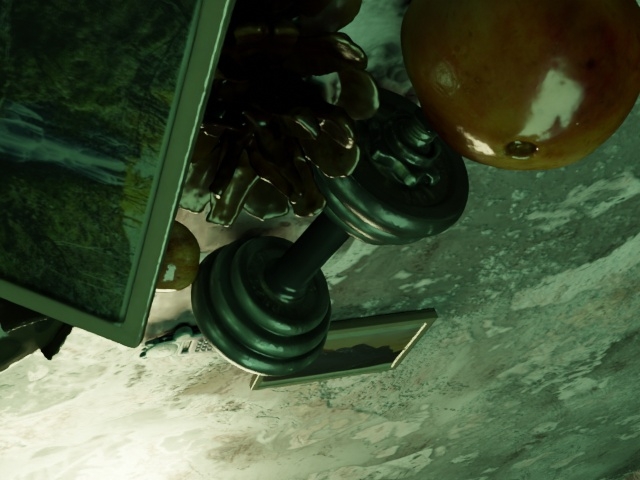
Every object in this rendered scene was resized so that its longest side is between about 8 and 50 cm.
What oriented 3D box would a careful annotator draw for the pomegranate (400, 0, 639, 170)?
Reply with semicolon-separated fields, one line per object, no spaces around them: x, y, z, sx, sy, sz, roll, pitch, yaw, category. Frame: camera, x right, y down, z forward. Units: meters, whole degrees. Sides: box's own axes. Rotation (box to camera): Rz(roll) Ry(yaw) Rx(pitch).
0.174;-0.161;0.817;0.209;0.209;0.209;-14;151;-8;pomegranate

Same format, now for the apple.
-0.171;0.017;1.045;0.084;0.084;0.071;-31;177;21;apple

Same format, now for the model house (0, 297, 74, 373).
-0.273;0.003;0.870;0.243;0.204;0.211;-34;150;-7;model house

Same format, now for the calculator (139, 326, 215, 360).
-0.179;0.142;1.315;0.141;0.019;0.094;-6;151;-22;calculator

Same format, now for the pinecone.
-0.050;-0.117;0.749;0.202;0.201;0.229;15;114;-17;pinecone

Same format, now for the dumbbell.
0.000;0.000;1.011;0.179;0.179;0.406;4;145;-34;dumbbell

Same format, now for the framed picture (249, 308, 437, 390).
0.033;0.174;1.493;0.265;0.018;0.192;-6;150;-22;framed picture

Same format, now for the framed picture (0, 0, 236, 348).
-0.202;-0.088;0.667;0.240;0.020;0.324;22;120;1;framed picture
